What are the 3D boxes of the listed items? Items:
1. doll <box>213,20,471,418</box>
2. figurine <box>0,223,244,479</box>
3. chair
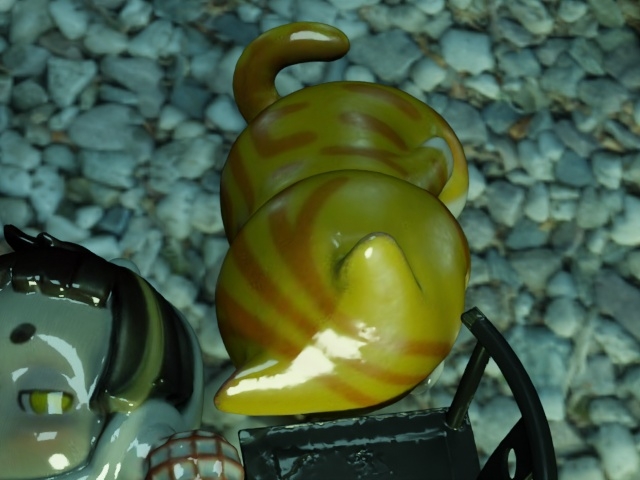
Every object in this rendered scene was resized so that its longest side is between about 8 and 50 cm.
[{"bbox_3d":[0.014,0.002,1.151,0.162,0.166,0.269,25,23,-20],"label":"doll"},{"bbox_3d":[-0.168,0.161,1.087,0.281,0.167,0.370,-1,66,22],"label":"figurine"},{"bbox_3d":[0.033,0.167,1.047,0.141,0.260,0.154,-6,61,-11],"label":"chair"}]
